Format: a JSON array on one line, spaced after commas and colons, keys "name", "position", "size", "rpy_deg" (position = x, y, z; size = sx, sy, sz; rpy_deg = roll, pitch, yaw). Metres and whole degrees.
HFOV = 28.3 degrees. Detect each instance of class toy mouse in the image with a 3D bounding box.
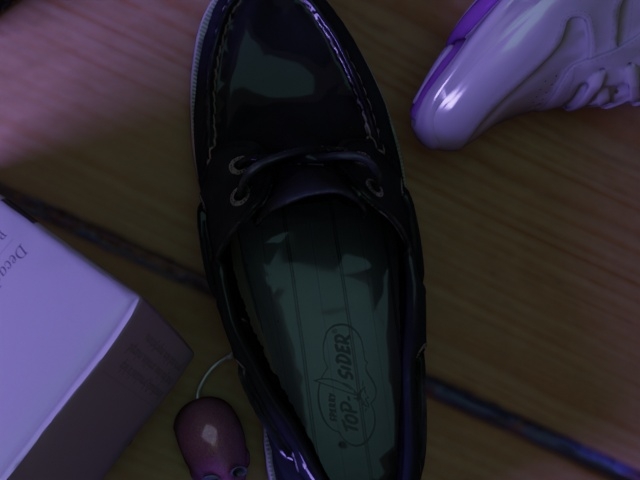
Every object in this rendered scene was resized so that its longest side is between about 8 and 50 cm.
[{"name": "toy mouse", "position": [-0.086, 0.142, 0.719], "size": [0.161, 0.031, 0.143], "rpy_deg": [-43, 89, -9]}]

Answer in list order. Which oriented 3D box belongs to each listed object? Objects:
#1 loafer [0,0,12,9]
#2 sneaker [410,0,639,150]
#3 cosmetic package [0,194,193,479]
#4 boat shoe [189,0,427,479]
[{"name": "loafer", "position": [-0.153, -0.219, 0.725], "size": [0.251, 0.094, 0.087], "rpy_deg": [-40, 93, -9]}, {"name": "sneaker", "position": [0.196, -0.123, 0.738], "size": [0.305, 0.114, 0.152], "rpy_deg": [-33, 86, -9]}, {"name": "cosmetic package", "position": [-0.189, 0.054, 0.643], "size": [0.184, 0.151, 0.151], "rpy_deg": [34, 80, 11]}, {"name": "boat shoe", "position": [-0.004, 0.001, 0.704], "size": [0.127, 0.113, 0.339], "rpy_deg": [-4, 83, -6]}]
